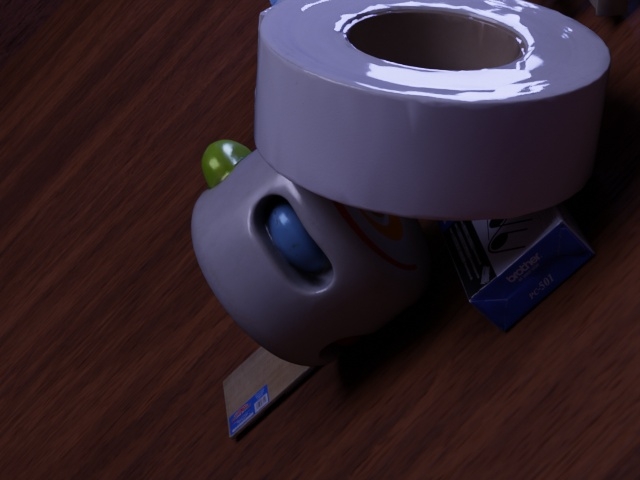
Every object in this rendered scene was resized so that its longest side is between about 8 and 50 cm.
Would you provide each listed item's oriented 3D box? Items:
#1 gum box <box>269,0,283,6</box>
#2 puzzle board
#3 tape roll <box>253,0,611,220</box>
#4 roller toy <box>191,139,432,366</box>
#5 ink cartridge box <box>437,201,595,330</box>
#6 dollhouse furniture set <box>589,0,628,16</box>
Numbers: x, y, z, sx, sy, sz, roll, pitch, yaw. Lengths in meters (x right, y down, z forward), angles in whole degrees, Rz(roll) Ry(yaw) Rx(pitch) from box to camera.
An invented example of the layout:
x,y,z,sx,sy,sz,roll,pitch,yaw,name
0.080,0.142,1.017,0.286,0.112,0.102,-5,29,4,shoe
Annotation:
x,y,z,sx,sy,sz,roll,pitch,yaw,name
0.009,-0.338,1.982,0.157,0.041,0.184,-44,23,11,gum box
-0.042,0.122,1.422,0.128,0.011,0.096,-43,26,15,puzzle board
0.086,-0.120,1.223,0.286,0.286,0.100,-102,14,-61,tape roll
0.000,0.000,1.310,0.146,0.209,0.191,-37,39,23,roller toy
0.151,-0.019,1.253,0.097,0.046,0.207,-42,24,14,ink cartridge box
0.218,-0.313,1.402,0.101,0.161,0.182,-3,28,-4,dollhouse furniture set
